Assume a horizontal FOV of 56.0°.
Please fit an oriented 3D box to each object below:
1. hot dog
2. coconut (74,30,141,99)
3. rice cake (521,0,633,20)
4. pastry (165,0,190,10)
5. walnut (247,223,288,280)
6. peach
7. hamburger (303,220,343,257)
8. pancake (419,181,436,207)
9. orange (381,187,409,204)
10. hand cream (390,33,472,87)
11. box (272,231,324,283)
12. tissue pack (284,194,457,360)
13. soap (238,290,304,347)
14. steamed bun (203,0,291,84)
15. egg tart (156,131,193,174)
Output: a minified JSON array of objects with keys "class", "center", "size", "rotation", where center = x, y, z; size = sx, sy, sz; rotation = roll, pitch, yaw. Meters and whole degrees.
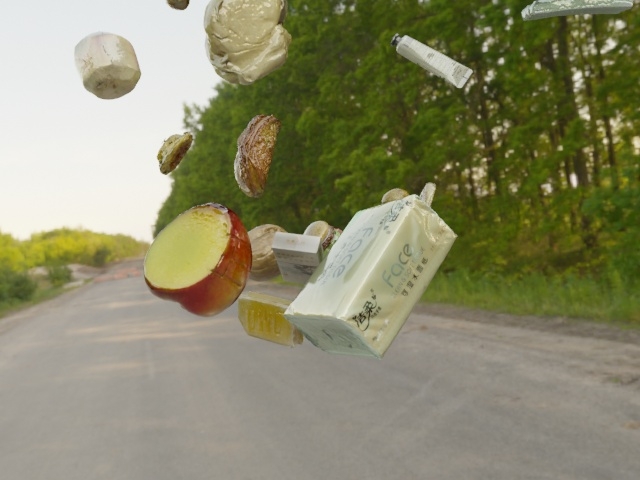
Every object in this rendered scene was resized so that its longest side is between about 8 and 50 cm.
[{"class":"hot dog","center":[-0.196,-0.251,1.768],"size":[0.114,0.259,0.175],"rotation":[18,-31,-9]},{"class":"coconut","center":[-0.573,-0.477,1.601],"size":[0.171,0.182,0.171],"rotation":[-22,-6,-2]},{"class":"rice cake","center":[0.619,-0.567,1.458],"size":[0.237,0.043,0.127],"rotation":[-1,12,8]},{"class":"pastry","center":[-0.396,-0.713,1.660],"size":[0.081,0.153,0.153],"rotation":[-9,1,-20]},{"class":"walnut","center":[-0.202,0.046,2.258],"size":[0.228,0.227,0.228],"rotation":[-8,1,0]},{"class":"peach","center":[-0.286,0.045,1.485],"size":[0.249,0.274,0.245],"rotation":[30,-7,6]},{"class":"hamburger","center":[0.003,-0.002,2.417],"size":[0.137,0.175,0.175],"rotation":[40,-27,-28]},{"class":"pancake","center":[0.345,-0.069,2.101],"size":[0.049,0.282,0.282],"rotation":[18,2,3]},{"class":"orange","center":[0.250,-0.130,1.995],"size":[0.095,0.085,0.085],"rotation":[-11,1,1]},{"class":"hand cream","center":[0.302,-0.499,1.655],"size":[0.234,0.080,0.050],"rotation":[32,-23,7]},{"class":"box","center":[-0.063,0.065,1.958],"size":[0.150,0.067,0.233],"rotation":[10,-30,13]},{"class":"tissue pack","center":[0.128,0.099,1.622],"size":[0.405,0.205,0.332],"rotation":[-56,20,-21]},{"class":"soap","center":[-0.162,0.256,1.967],"size":[0.232,0.140,0.073],"rotation":[9,11,33]},{"class":"steamed bun","center":[-0.274,-0.770,2.236],"size":[0.325,0.372,0.230],"rotation":[-11,14,-8]},{"class":"egg tart","center":[-0.367,-0.224,1.498],"size":[0.052,0.130,0.130],"rotation":[36,-2,-3]}]
